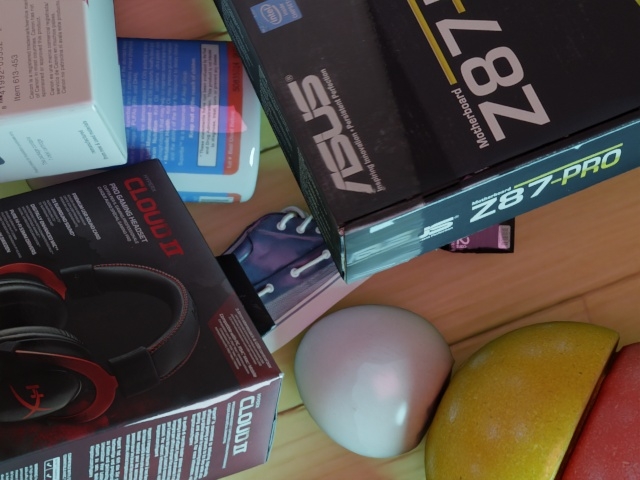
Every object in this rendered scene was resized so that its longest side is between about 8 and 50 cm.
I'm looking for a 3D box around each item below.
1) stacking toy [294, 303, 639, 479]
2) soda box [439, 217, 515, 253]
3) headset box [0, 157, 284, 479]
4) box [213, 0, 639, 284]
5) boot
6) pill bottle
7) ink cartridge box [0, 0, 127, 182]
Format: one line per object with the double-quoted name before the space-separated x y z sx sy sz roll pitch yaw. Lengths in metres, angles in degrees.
"stacking toy" 0.203 0.166 1.436 0.479 0.350 0.351 26 89 10
"soda box" 0.124 -0.075 1.504 0.053 0.060 0.169 2 93 -5
"headset box" -0.178 0.077 1.322 0.293 0.110 0.218 -15 53 -22
"box" 0.083 -0.203 1.390 0.318 0.097 0.395 -21 67 -6
"boot" 0.000 0.000 1.488 0.190 0.069 0.086 -40 97 -2
"pill bottle" -0.159 -0.092 1.441 0.221 0.124 0.124 2 92 -7
"ink cartridge box" -0.266 -0.129 1.341 0.237 0.100 0.172 -9 67 5
